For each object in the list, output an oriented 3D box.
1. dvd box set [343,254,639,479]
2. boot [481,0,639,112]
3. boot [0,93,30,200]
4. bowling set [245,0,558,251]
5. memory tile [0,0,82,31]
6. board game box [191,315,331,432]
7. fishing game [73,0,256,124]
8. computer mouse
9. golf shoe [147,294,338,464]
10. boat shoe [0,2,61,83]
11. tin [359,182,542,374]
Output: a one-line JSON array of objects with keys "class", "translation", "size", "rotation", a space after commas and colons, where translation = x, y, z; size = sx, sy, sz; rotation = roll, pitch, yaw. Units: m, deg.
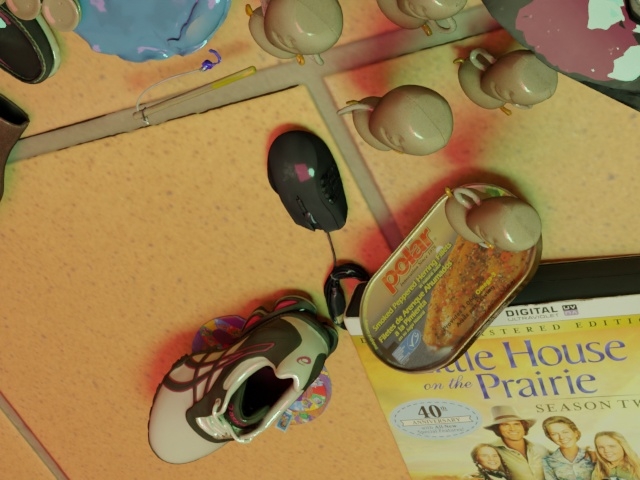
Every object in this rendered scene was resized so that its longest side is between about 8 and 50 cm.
[{"class": "dvd box set", "translation": [0.231, 0.205, 1.147], "size": [0.308, 0.062, 0.420], "rotation": [-6, 125, 24]}, {"class": "boot", "translation": [0.233, -0.300, 0.654], "size": [0.367, 0.146, 0.445], "rotation": [35, 132, -7]}, {"class": "boot", "translation": [-0.434, -0.114, 1.200], "size": [0.248, 0.090, 0.207], "rotation": [32, 122, -1]}, {"class": "bowling set", "translation": [0.104, -0.140, 0.893], "size": [0.287, 0.200, 0.154], "rotation": [47, 174, -13]}, {"class": "memory tile", "translation": [-0.251, -0.256, 0.971], "size": [0.113, 0.012, 0.148], "rotation": [18, 126, 12]}, {"class": "board game box", "translation": [-0.072, 0.155, 1.276], "size": [0.169, 0.033, 0.133], "rotation": [26, 135, 2]}, {"class": "fishing game", "translation": [-0.156, -0.239, 0.972], "size": [0.189, 0.041, 0.264], "rotation": [-22, 110, 30]}, {"class": "computer mouse", "translation": [0.000, 0.000, 1.104], "size": [0.071, 0.041, 0.242], "rotation": [-1, 128, 25]}, {"class": "golf shoe", "translation": [-0.100, 0.164, 1.199], "size": [0.105, 0.120, 0.273], "rotation": [41, 119, -13]}, {"class": "boat shoe", "translation": [-0.339, -0.224, 1.046], "size": [0.084, 0.079, 0.233], "rotation": [-29, 113, 38]}, {"class": "tin", "translation": [0.115, 0.034, 1.016], "size": [0.106, 0.040, 0.189], "rotation": [45, 105, 17]}]
